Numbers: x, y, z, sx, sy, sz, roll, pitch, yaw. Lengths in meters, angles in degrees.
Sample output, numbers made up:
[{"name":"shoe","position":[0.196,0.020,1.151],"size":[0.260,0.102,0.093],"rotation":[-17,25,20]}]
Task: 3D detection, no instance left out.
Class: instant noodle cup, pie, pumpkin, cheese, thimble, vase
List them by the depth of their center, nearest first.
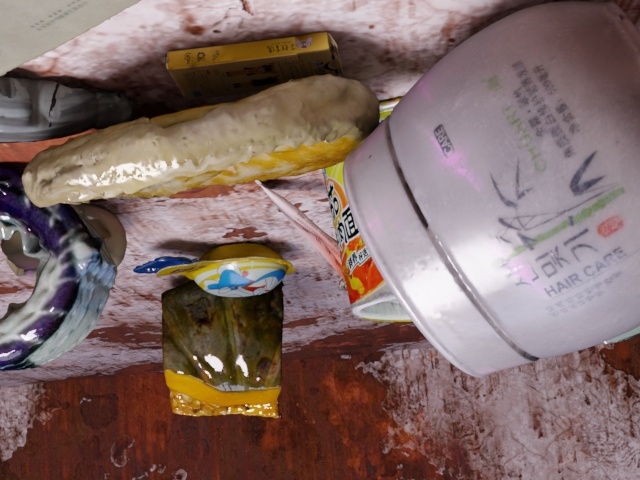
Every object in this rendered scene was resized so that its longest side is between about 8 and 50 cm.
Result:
[{"name":"vase","position":[-0.266,-0.114,0.861],"size":[0.211,0.060,0.060],"rotation":[-3,168,-34]},{"name":"pie","position":[-0.107,-0.086,0.906],"size":[0.339,0.077,0.339],"rotation":[-9,-178,0]},{"name":"instant noodle cup","position":[0.124,-0.024,1.079],"size":[0.264,0.200,0.264],"rotation":[-4,166,-1]},{"name":"thimble","position":[-0.352,0.035,1.110],"size":[0.237,0.237,0.150],"rotation":[-5,170,2]},{"name":"cheese","position":[-0.356,0.019,1.337],"size":[0.163,0.082,0.286],"rotation":[1,166,-21]},{"name":"cheese","position":[-0.157,0.044,1.531],"size":[0.270,0.069,0.177],"rotation":[7,162,-39]},{"name":"pumpkin","position":[-0.164,0.182,1.717],"size":[0.225,0.256,0.303],"rotation":[0,152,-9]}]

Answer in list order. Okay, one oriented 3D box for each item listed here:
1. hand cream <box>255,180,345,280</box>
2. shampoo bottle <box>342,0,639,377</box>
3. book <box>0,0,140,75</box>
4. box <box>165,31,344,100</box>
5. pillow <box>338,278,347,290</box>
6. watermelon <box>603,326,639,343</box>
[{"name":"hand cream","position":[0.001,-0.001,1.198],"size":[0.038,0.216,0.052],"rotation":[-38,158,-27]},{"name":"shampoo bottle","position":[0.178,-0.040,0.818],"size":[0.266,0.273,0.273],"rotation":[-33,157,17]},{"name":"book","position":[-0.264,-0.189,0.635],"size":[0.214,0.025,0.282],"rotation":[-16,161,34]},{"name":"box","position":[-0.056,-0.153,0.864],"size":[0.149,0.020,0.073],"rotation":[-6,166,4]},{"name":"pillow","position":[0.147,0.064,1.706],"size":[0.179,0.075,0.171],"rotation":[3,161,-37]},{"name":"watermelon","position":[0.398,0.000,1.311],"size":[0.213,0.290,0.319],"rotation":[39,158,-28]}]
